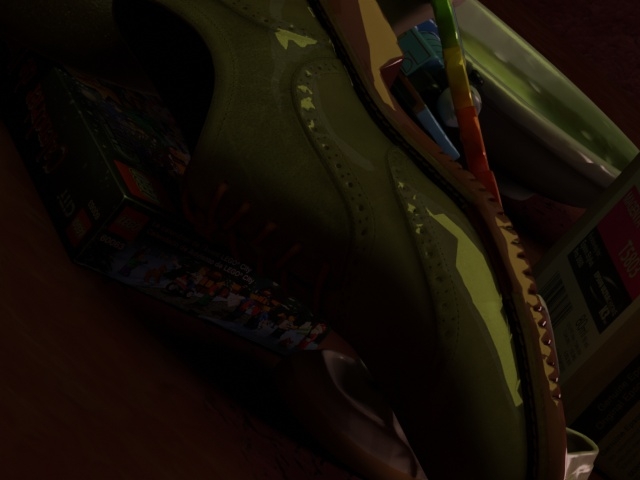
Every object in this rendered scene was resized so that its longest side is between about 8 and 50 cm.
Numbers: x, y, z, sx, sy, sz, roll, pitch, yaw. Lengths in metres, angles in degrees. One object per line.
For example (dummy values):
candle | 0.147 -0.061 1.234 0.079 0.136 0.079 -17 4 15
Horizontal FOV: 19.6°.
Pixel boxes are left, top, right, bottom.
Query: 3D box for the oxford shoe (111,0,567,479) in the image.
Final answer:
oxford shoe | 0.000 0.000 0.884 0.130 0.123 0.348 -10 52 -25

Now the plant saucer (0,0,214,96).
plant saucer | -0.118 -0.199 1.067 0.310 0.050 0.310 22 36 -17

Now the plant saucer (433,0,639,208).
plant saucer | 0.149 -0.143 1.778 0.400 0.100 0.400 37 16 -12

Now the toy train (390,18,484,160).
toy train | 0.065 -0.128 1.495 0.080 0.105 0.184 49 6 -38

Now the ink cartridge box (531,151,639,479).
ink cartridge box | 0.233 0.038 1.284 0.088 0.193 0.234 37 15 -14

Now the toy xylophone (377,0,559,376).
toy xylophone | 0.070 -0.069 1.128 0.236 0.081 0.322 65 14 -68

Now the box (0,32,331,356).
box | -0.093 -0.044 1.007 0.159 0.044 0.233 28 20 -40

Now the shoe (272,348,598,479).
shoe | 0.064 0.096 0.963 0.219 0.058 0.076 28 19 -39
